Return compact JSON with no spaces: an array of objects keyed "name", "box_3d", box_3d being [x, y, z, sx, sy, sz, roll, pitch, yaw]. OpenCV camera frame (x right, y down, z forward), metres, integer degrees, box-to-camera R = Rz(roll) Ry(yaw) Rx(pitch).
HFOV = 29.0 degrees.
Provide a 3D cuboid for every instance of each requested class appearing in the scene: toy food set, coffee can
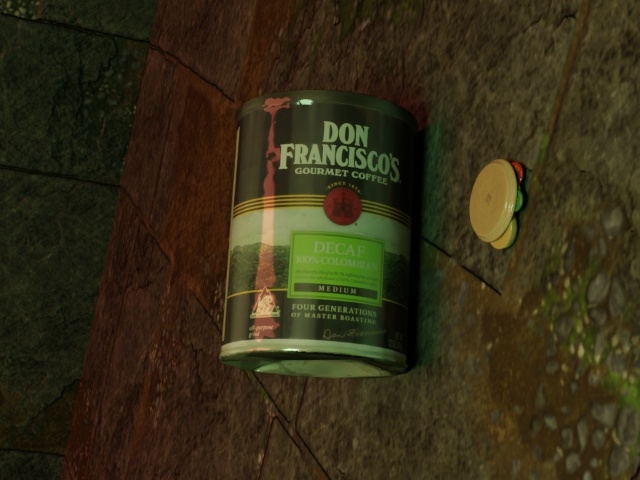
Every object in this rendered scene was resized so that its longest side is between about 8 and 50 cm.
[{"name":"toy food set","box_3d":[0.168,-0.038,1.172,0.083,0.020,0.082,-133,55,-64]},{"name":"coffee can","box_3d":[0.000,0.000,1.336,0.201,0.202,0.275,154,122,-65]}]
